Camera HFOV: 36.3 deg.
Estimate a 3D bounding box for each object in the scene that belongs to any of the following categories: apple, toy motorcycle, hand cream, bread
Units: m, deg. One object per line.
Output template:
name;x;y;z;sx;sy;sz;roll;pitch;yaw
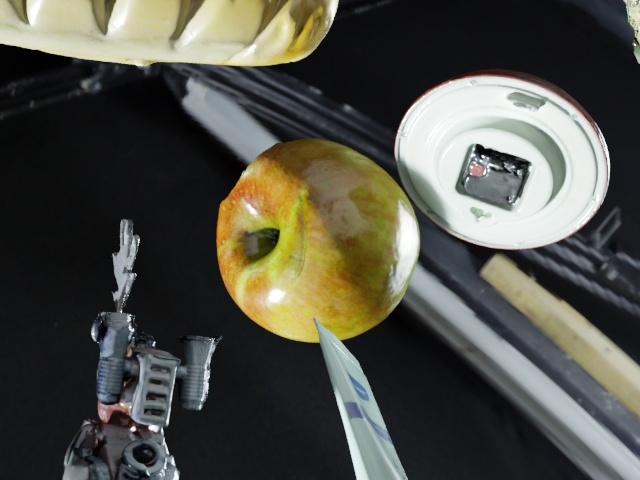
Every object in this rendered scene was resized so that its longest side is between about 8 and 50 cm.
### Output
apple;0.000;0.000;1.635;0.339;0.339;0.339;17;-140;-15
toy motorcycle;-0.189;0.184;1.004;0.134;0.401;0.207;12;177;-20
hand cream;0.053;0.224;0.987;0.109;0.067;0.321;48;-165;-45
bread;-0.145;-0.168;0.564;0.311;0.121;0.173;4;-171;-20

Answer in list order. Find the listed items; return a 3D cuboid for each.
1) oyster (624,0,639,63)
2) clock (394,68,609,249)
oyster;0.495;-0.300;1.298;0.198;0.092;0.259;26;-120;18
clock;0.262;-0.109;1.437;0.318;0.318;0.080;28;-136;-3
